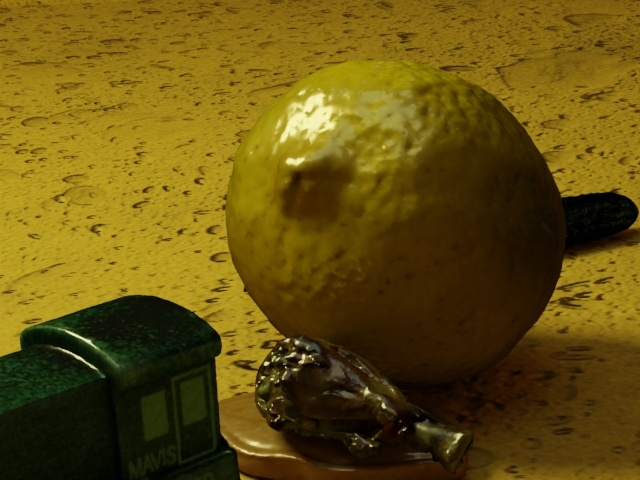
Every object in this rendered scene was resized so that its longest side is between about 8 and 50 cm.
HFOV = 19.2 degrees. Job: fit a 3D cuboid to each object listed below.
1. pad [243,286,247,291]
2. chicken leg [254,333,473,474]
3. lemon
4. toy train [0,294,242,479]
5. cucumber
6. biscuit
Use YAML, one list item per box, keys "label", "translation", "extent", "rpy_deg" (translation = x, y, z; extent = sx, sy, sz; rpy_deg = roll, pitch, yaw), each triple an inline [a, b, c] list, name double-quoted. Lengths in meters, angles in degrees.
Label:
- label: "pad"
  translation: [0.000, 0.000, 1.667]
  extent: [0.127, 0.004, 0.190]
  rpy_deg: [-7, -25, -9]
- label: "chicken leg"
  translation: [0.025, 0.121, 1.323]
  extent: [0.178, 0.070, 0.093]
  rpy_deg: [21, 36, 28]
- label: "lemon"
  translation: [0.064, -0.011, 1.468]
  extent: [0.253, 0.254, 0.310]
  rpy_deg: [12, -13, 40]
- label: "toy train"
  translation: [-0.190, 0.150, 1.167]
  extent: [0.330, 0.178, 0.138]
  rpy_deg: [-17, 23, -40]
- label: "cucumber"
  translation: [0.212, -0.013, 1.800]
  extent: [0.214, 0.052, 0.058]
  rpy_deg: [-8, -10, -20]
- label: "biscuit"
  translation: [0.012, 0.141, 1.393]
  extent: [0.220, 0.029, 0.142]
  rpy_deg: [7, 21, 31]
